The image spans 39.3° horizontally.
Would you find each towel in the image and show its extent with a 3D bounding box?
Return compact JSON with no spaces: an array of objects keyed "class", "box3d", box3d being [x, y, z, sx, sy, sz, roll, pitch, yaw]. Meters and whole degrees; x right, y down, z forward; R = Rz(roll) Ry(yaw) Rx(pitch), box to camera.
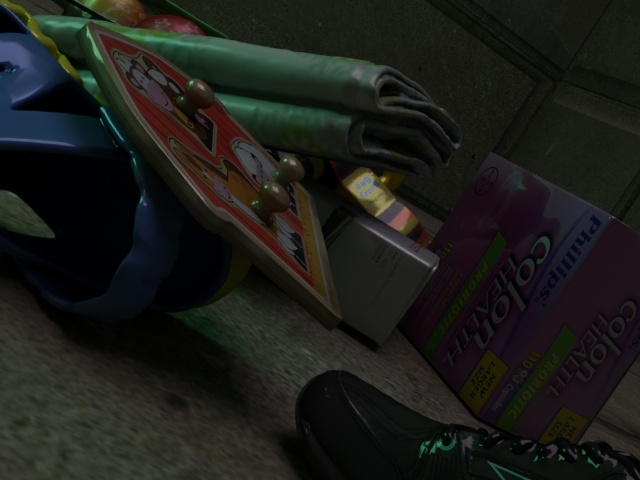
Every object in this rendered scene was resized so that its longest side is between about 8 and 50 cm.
[{"class":"towel","box3d":[-0.075,-0.137,0.854,0.374,0.090,0.320,12,4,20]}]

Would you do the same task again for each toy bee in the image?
[{"class":"toy bee","box3d":[0.018,-0.064,1.103,0.298,0.162,0.195,24,52,0]}]

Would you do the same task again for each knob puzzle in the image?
[{"class":"knob puzzle","box3d":[-0.057,-0.058,0.517,0.213,0.030,0.213,46,14,-15]}]

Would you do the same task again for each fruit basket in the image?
[{"class":"fruit basket","box3d":[-0.234,-0.244,1.204,0.327,0.165,0.353,28,9,-28]}]

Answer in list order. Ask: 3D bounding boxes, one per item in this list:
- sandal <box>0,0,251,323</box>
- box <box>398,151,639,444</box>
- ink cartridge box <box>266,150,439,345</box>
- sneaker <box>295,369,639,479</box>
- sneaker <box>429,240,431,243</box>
[{"class":"sandal","box3d":[-0.175,-0.056,0.483,0.317,0.126,0.138,30,12,-8]},{"class":"box","box3d":[0.205,0.054,0.901,0.117,0.213,0.243,29,9,-24]},{"class":"ink cartridge box","box3d":[0.000,0.000,0.879,0.219,0.093,0.160,33,7,7]},{"class":"sneaker","box3d":[0.107,0.134,0.444,0.267,0.106,0.101,34,9,23]},{"class":"sneaker","box3d":[0.210,0.078,1.175,0.252,0.103,0.111,36,11,22]}]
